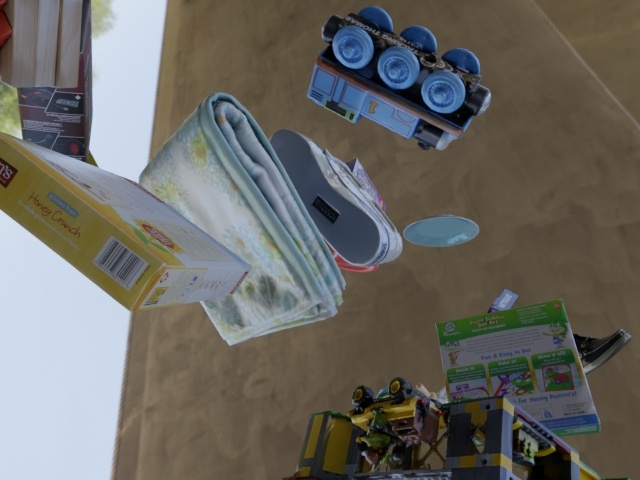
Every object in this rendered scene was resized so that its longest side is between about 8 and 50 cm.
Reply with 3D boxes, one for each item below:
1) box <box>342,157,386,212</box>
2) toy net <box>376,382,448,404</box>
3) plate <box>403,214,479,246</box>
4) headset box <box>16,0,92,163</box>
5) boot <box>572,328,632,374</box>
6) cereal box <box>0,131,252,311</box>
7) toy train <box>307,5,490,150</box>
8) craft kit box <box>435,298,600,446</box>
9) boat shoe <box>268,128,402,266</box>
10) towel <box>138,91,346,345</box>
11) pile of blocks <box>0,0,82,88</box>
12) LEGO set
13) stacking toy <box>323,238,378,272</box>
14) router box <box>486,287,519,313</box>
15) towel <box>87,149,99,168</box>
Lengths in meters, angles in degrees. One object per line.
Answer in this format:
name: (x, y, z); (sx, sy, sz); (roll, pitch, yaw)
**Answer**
box: (0.116, -0.096, 1.678); (0.057, 0.200, 0.293); (-21, -153, 27)
toy net: (0.240, 0.404, 1.346); (0.045, 0.232, 0.122); (-103, -161, -56)
plate: (0.303, -0.029, 1.384); (0.188, 0.188, 0.024); (-14, -117, 34)
headset box: (-0.484, -0.301, 1.011); (0.218, 0.110, 0.293); (-107, -153, -42)
boot: (0.570, 0.220, 1.262); (0.178, 0.085, 0.236); (57, -34, 23)
cereal box: (-0.167, -0.009, 0.491); (0.173, 0.240, 0.047); (35, -89, 8)
toy train: (0.078, -0.161, 0.562); (0.184, 0.105, 0.080); (29, -130, 7)
craft kit box: (0.357, 0.249, 1.031); (0.250, 0.061, 0.246); (-14, -128, 19)
boat shoe: (0.037, -0.089, 1.102); (0.367, 0.157, 0.135); (46, -67, 30)
towel: (-0.152, -0.011, 0.914); (0.090, 0.374, 0.321); (-31, -177, -43)
pile of blocks: (-0.223, -0.270, 0.408); (0.149, 0.113, 0.362); (51, -56, 9)
LEGO set: (0.120, 0.264, 0.397); (0.255, 0.331, 0.192); (-19, -141, 38)
stacking toy: (0.000, 0.000, 1.482); (0.309, 0.280, 0.130); (-23, -130, 52)
router box: (0.441, 0.207, 1.393); (0.046, 0.179, 0.133); (29, -67, 21)
towel: (-0.525, -0.136, 1.182); (0.102, 0.021, 0.237); (-31, -115, -9)
